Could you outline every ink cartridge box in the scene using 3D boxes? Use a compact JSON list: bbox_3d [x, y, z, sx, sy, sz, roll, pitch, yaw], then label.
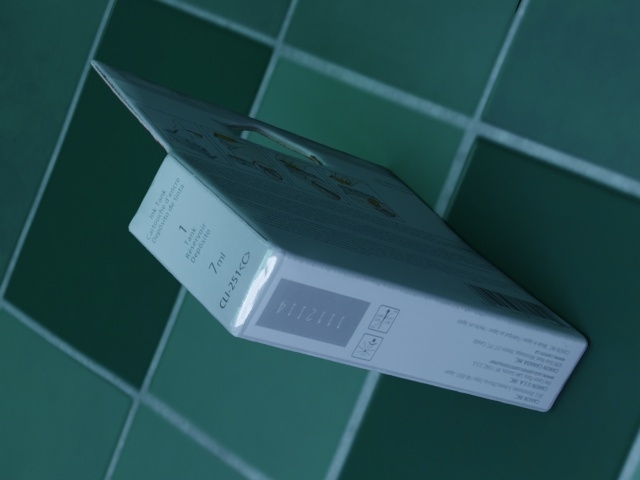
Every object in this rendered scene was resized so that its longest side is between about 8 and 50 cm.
[{"bbox_3d":[0.000,0.000,1.242,0.261,0.296,0.066,43,109,45],"label":"ink cartridge box"}]
